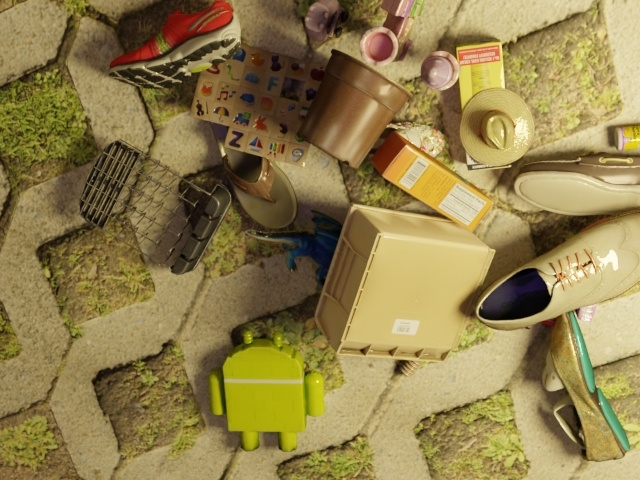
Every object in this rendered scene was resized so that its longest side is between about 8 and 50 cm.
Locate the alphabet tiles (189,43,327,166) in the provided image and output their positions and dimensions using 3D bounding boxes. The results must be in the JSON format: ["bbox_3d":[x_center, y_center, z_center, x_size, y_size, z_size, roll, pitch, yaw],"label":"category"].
[{"bbox_3d":[-0.120,-0.262,1.724,0.237,0.009,0.198,15,89,2],"label":"alphabet tiles"}]

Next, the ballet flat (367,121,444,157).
[{"bbox_3d":[0.114,-0.184,1.722,0.241,0.077,0.091,4,107,4],"label":"ballet flat"}]

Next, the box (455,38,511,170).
[{"bbox_3d":[0.302,-0.250,1.689,0.087,0.058,0.232,-5,107,8],"label":"box"}]

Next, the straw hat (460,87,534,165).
[{"bbox_3d":[0.319,-0.197,1.641,0.144,0.061,0.144,2,108,5],"label":"straw hat"}]

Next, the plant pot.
[{"bbox_3d":[0.050,-0.226,1.620,0.167,0.167,0.165,30,96,-4],"label":"plant pot"}]

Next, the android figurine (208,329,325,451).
[{"bbox_3d":[-0.116,0.316,1.919,0.248,0.056,0.272,-2,108,7],"label":"android figurine"}]

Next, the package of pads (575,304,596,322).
[{"bbox_3d":[0.514,0.122,1.773,0.032,0.083,0.050,17,105,5],"label":"package of pads"}]

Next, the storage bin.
[{"bbox_3d":[0.155,0.088,1.724,0.262,0.123,0.260,8,112,-28],"label":"storage bin"}]

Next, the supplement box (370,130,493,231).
[{"bbox_3d":[0.209,-0.108,1.694,0.233,0.078,0.080,31,105,-29],"label":"supplement box"}]

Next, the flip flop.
[{"bbox_3d":[-0.135,-0.143,1.760,0.112,0.080,0.277,-20,104,11],"label":"flip flop"}]

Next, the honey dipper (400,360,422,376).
[{"bbox_3d":[0.223,0.212,1.862,0.030,0.030,0.160,35,107,-5],"label":"honey dipper"}]

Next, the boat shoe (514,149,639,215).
[{"bbox_3d":[0.524,-0.111,1.691,0.324,0.096,0.116,5,148,8],"label":"boat shoe"}]

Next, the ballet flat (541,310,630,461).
[{"bbox_3d":[0.506,0.299,1.815,0.123,0.123,0.348,-23,108,13],"label":"ballet flat"}]

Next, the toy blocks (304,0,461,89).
[{"bbox_3d":[0.127,-0.426,1.517,0.309,0.260,0.288,25,108,11],"label":"toy blocks"}]

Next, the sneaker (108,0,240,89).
[{"bbox_3d":[-0.272,-0.367,1.706,0.279,0.107,0.118,-15,73,20],"label":"sneaker"}]

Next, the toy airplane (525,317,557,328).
[{"bbox_3d":[0.434,0.112,1.806,0.151,0.028,0.151,-1,114,-3],"label":"toy airplane"}]

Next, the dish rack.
[{"bbox_3d":[-0.336,-0.070,1.814,0.271,0.074,0.208,30,107,-2],"label":"dish rack"}]

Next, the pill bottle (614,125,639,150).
[{"bbox_3d":[0.588,-0.191,1.685,0.083,0.043,0.043,-5,107,7],"label":"pill bottle"}]

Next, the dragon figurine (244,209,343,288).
[{"bbox_3d":[0.000,0.000,1.770,0.289,0.085,0.144,32,112,-20],"label":"dragon figurine"}]

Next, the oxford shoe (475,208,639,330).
[{"bbox_3d":[0.464,0.066,1.664,0.397,0.146,0.140,-33,79,20],"label":"oxford shoe"}]
